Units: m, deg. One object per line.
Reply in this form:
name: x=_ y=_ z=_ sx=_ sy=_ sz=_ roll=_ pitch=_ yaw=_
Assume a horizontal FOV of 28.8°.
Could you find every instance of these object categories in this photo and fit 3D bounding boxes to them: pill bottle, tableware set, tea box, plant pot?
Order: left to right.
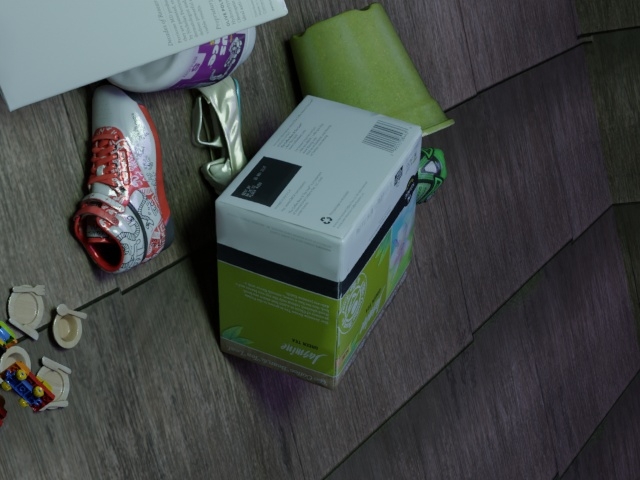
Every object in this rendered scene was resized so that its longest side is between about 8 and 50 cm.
tableware set: x=-0.381 y=0.146 z=1.704 sx=0.141 sy=0.020 sz=0.168 roll=31 pitch=62 yaw=-51
pill bottle: x=-0.208 y=-0.310 z=1.861 sx=0.301 sy=0.169 sz=0.169 roll=-27 pitch=109 yaw=-69
tea box: x=0.000 y=0.000 z=2.025 sx=0.329 sy=0.220 sz=0.323 roll=-54 pitch=155 yaw=-44
plant pot: x=0.069 y=-0.279 z=2.244 sx=0.276 sy=0.276 sz=0.254 roll=-28 pitch=98 yaw=-54

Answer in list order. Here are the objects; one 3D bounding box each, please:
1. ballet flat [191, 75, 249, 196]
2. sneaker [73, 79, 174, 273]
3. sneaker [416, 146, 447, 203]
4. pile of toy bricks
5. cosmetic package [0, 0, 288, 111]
ballet flat: x=-0.163 y=-0.146 z=2.027 sx=0.086 sy=0.086 sz=0.248 roll=-18 pitch=100 yaw=-56
sneaker: x=-0.298 y=-0.087 z=1.793 sx=0.145 sy=0.090 sz=0.270 roll=-38 pitch=120 yaw=-54
sneaker: x=0.148 y=-0.098 z=2.302 sx=0.343 sy=0.146 sz=0.134 roll=174 pitch=-101 yaw=-80
pile of toy bricks: x=-0.432 y=0.131 z=1.577 sx=0.212 sy=0.118 sz=0.105 roll=50 pitch=17 yaw=-20
cosmetic package: x=-0.248 y=-0.309 z=1.579 sx=0.197 sy=0.366 sz=0.155 roll=-119 pitch=-171 yaw=-68
